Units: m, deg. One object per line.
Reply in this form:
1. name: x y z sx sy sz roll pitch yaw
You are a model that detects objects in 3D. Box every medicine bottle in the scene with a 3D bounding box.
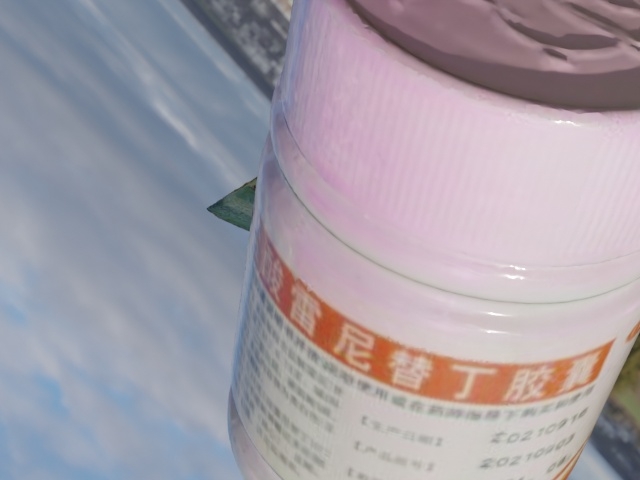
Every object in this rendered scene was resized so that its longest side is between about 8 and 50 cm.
1. medicine bottle: 0.065 0.002 0.610 0.202 0.202 0.316 50 146 35

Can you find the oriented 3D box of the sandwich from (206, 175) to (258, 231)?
1. sandwich: 0.000 0.000 0.775 0.116 0.074 0.074 55 148 -8
